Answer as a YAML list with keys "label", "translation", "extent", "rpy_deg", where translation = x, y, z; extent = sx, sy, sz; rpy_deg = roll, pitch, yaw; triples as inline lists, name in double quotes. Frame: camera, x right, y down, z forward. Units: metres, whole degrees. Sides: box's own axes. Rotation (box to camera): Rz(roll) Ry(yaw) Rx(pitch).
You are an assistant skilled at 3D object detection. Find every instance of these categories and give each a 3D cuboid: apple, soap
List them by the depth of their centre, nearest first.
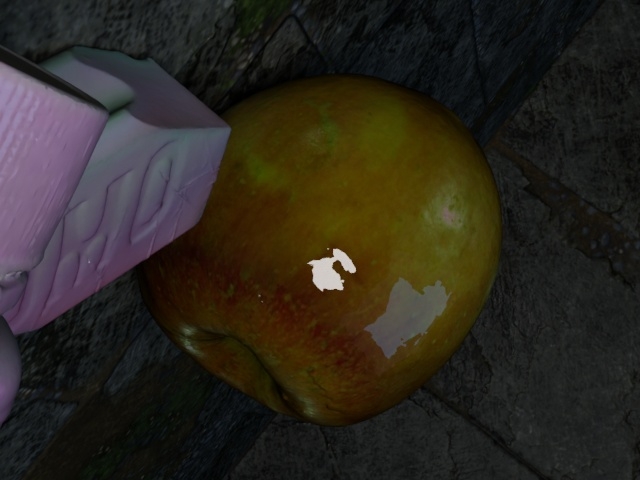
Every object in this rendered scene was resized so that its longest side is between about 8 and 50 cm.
- label: "soap"
  translation: [-0.213, -0.030, 0.805]
  extent: [0.324, 0.109, 0.192]
  rpy_deg: [-36, 158, -44]
- label: "apple"
  translation: [0.000, 0.000, 1.119]
  extent: [0.374, 0.374, 0.384]
  rpy_deg: [-45, -162, -24]

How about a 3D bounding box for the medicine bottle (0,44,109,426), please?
- label: "medicine bottle"
  translation: [-0.267, 0.030, 0.506]
  extent: [0.324, 0.256, 0.256]
  rpy_deg: [-62, 164, 5]
